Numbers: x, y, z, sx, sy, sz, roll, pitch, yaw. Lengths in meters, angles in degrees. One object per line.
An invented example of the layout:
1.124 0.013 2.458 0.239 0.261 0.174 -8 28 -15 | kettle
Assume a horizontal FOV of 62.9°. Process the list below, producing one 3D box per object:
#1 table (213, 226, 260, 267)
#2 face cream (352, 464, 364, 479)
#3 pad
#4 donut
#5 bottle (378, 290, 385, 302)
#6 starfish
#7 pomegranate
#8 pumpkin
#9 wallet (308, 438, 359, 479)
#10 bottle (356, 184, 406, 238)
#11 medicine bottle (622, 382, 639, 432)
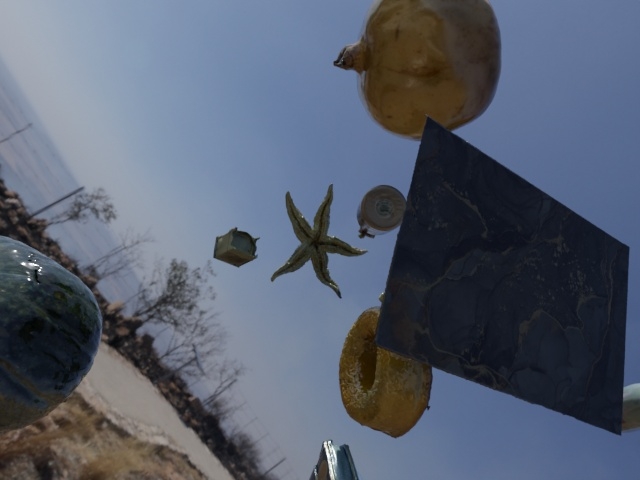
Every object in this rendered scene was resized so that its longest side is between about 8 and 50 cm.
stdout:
-0.201 0.015 1.262 0.079 0.062 0.083 25 -33 -36 | table
0.158 0.798 1.472 0.385 0.086 0.135 47 -35 46 | face cream
0.227 0.049 0.570 0.367 0.248 0.007 25 -23 -24 | pad
0.129 0.263 1.101 0.108 0.277 0.277 18 -6 -20 | donut
0.263 0.081 1.519 0.083 0.270 0.083 36 15 -11 | bottle
-0.001 -0.002 1.683 0.347 0.358 0.078 22 -6 -24 | starfish
0.196 -0.379 1.074 0.342 0.342 0.342 50 -20 25 | pomegranate
-0.530 0.139 0.826 0.327 0.291 0.257 13 -37 22 | pumpkin
0.008 0.490 0.979 0.141 0.059 0.202 -114 -139 -65 | wallet
0.126 -0.053 1.161 0.097 0.110 0.209 28 -4 2 | bottle
0.666 0.342 1.081 0.090 0.090 0.217 51 -14 22 | medicine bottle
